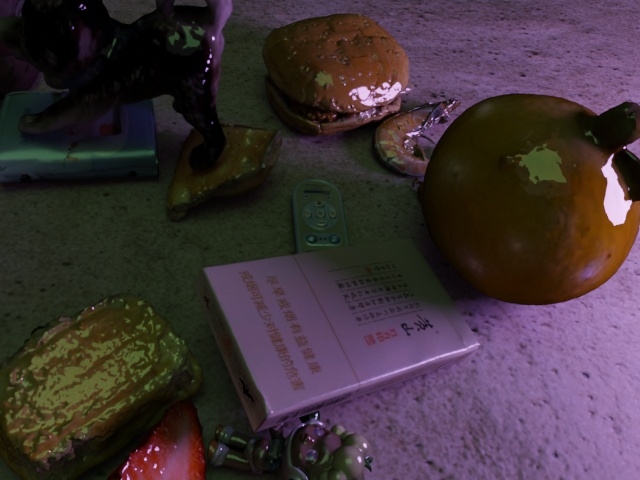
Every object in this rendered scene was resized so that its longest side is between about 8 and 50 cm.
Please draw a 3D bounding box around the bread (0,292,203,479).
[{"bbox_3d":[-0.272,0.171,0.719,0.245,0.121,0.174,-33,73,-35],"label":"bread"}]

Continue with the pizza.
[{"bbox_3d":[-0.163,-0.106,0.991,0.188,0.081,0.204,6,58,24],"label":"pizza"}]

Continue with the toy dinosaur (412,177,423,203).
[{"bbox_3d":[0.193,-0.078,1.054,0.041,0.026,0.113,-8,45,-8],"label":"toy dinosaur"}]

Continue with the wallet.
[{"bbox_3d":[-0.403,-0.173,0.998,0.250,0.075,0.176,-4,57,-14],"label":"wallet"}]

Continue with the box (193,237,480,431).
[{"bbox_3d":[0.035,0.104,0.799,0.365,0.051,0.205,-8,56,-36],"label":"box"}]

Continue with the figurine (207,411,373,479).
[{"bbox_3d":[-0.034,0.255,0.713,0.197,0.094,0.147,16,31,3],"label":"figurine"}]

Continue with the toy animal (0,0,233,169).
[{"bbox_3d":[-0.293,-0.291,0.874,0.344,0.303,0.194,8,49,-9],"label":"toy animal"}]

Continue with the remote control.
[{"bbox_3d":[0.000,0.000,0.949,0.087,0.047,0.244,3,51,-12],"label":"remote control"}]

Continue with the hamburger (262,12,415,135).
[{"bbox_3d":[0.034,-0.330,1.154,0.283,0.145,0.259,-22,56,-31],"label":"hamburger"}]

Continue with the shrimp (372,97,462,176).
[{"bbox_3d":[0.207,-0.203,1.148,0.251,0.052,0.143,-36,76,-23],"label":"shrimp"}]

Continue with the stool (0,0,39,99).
[{"bbox_3d":[-0.620,-0.375,1.009,0.178,0.272,0.272,0,51,8],"label":"stool"}]

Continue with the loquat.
[{"bbox_3d":[0.322,-0.073,0.875,0.328,0.359,0.329,13,56,-21],"label":"loquat"}]

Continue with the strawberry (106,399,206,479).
[{"bbox_3d":[-0.196,0.300,0.635,0.106,0.175,0.236,-17,13,15],"label":"strawberry"}]
